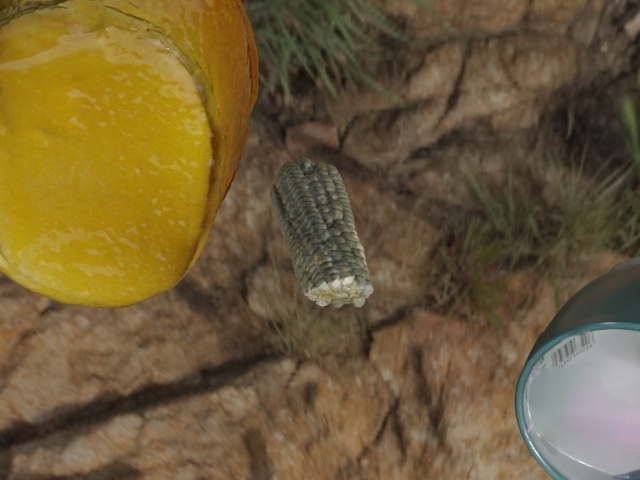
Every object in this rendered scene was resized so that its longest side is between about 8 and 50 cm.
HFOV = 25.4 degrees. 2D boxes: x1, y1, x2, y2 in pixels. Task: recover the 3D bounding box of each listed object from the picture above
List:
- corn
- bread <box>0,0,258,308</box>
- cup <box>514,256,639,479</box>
[{"bbox_3d":[0.000,0.000,1.477,0.087,0.087,0.211,-14,45,-1],"label":"corn"},{"bbox_3d":[-0.144,-0.080,0.935,0.195,0.269,0.142,9,43,-2],"label":"bread"},{"bbox_3d":[0.246,0.093,1.059,0.167,0.299,0.173,17,29,14],"label":"cup"}]
